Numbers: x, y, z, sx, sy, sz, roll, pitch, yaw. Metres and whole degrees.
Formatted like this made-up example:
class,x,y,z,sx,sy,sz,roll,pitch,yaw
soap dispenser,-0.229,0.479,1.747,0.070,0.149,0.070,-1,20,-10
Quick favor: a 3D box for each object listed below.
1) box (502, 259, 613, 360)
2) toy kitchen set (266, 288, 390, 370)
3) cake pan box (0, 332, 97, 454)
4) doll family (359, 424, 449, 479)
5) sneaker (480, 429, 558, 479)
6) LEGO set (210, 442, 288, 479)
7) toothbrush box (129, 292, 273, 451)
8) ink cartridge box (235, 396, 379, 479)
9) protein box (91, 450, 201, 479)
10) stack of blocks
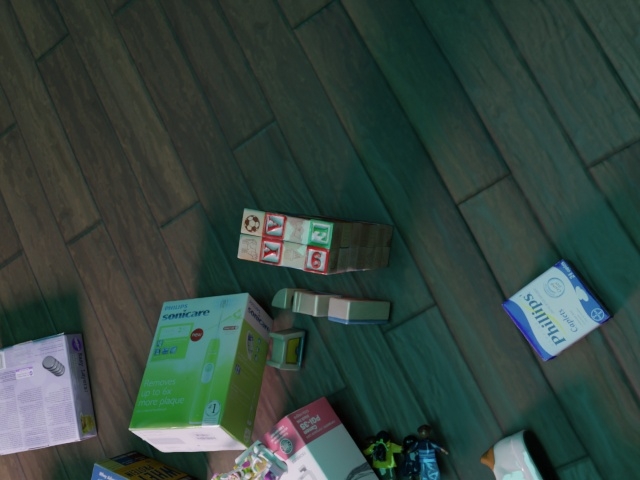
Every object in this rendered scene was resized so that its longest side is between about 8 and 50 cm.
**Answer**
class,x,y,z,sx,sy,sz,roll,pitch,yaw
box,0.412,0.122,1.413,0.137,0.072,0.126,-41,72,18
toy kitchen set,0.012,0.185,1.586,0.207,0.122,0.166,7,91,44
cake pan box,-0.657,0.357,1.884,0.267,0.070,0.245,-16,79,23
doll family,0.152,0.403,1.521,0.193,0.076,0.111,-8,80,19
sneaker,0.374,0.486,1.408,0.123,0.106,0.290,-33,66,26
LEGO set,-0.160,0.502,1.520,0.132,0.107,0.287,33,121,31
toothbrush box,-0.229,0.260,1.600,0.206,0.122,0.283,-7,52,24
ink cartridge box,-0.004,0.473,1.530,0.207,0.117,0.283,-47,70,36
protein box,-0.381,0.585,1.713,0.200,0.136,0.201,16,94,24
stack of blocks,0.000,0.000,1.478,0.171,0.297,0.087,9,94,25
